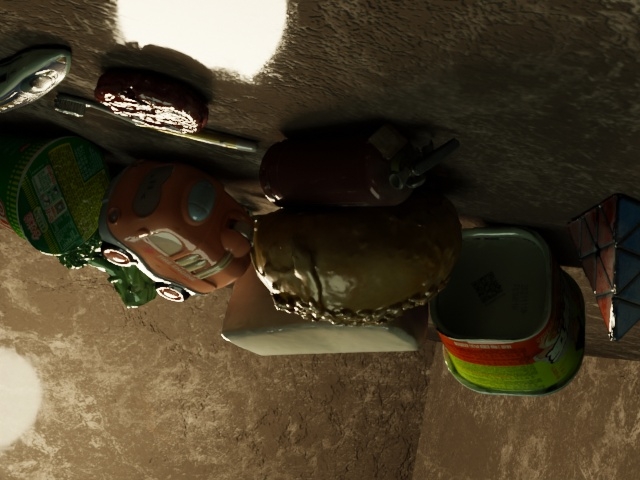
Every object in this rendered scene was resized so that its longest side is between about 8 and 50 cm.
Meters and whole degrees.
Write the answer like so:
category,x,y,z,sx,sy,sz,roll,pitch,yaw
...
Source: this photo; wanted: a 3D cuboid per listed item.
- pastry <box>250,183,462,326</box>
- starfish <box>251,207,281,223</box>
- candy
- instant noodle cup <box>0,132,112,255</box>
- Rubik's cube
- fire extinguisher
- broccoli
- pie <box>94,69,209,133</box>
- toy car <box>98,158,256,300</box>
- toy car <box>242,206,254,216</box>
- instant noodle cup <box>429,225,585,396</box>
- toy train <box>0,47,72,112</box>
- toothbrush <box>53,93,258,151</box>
category,x,y,z,sx,sy,sz,roll,pitch,yaw
pastry,0.057,0.029,1.145,0.284,0.184,0.316,-1,-168,44
starfish,0.002,-0.002,1.525,0.358,0.078,0.347,26,146,-24
candy,0.013,0.092,1.404,0.359,0.208,0.145,-8,147,32
instant noodle cup,-0.515,-0.100,1.391,0.233,0.207,0.207,15,173,28
Rubik's cube,0.465,-0.004,1.105,0.178,0.211,0.190,-10,144,0
fire extinguisher,0.042,-0.092,1.014,0.105,0.105,0.269,20,167,-40
broccoli,-0.386,-0.006,1.566,0.270,0.270,0.270,-14,-161,5
pie,-0.210,-0.172,1.012,0.153,0.038,0.153,13,173,2
toy car,-0.229,-0.026,1.386,0.212,0.180,0.270,-14,138,41
toy car,-0.212,-0.002,1.615,0.056,0.205,0.095,50,139,5
instant noodle cup,0.322,0.119,1.429,0.294,0.294,0.308,7,162,25
toy train,-0.375,-0.200,1.015,0.055,0.048,0.252,17,169,-38
toothbrush,-0.229,-0.160,1.132,0.288,0.024,0.021,13,168,-7
